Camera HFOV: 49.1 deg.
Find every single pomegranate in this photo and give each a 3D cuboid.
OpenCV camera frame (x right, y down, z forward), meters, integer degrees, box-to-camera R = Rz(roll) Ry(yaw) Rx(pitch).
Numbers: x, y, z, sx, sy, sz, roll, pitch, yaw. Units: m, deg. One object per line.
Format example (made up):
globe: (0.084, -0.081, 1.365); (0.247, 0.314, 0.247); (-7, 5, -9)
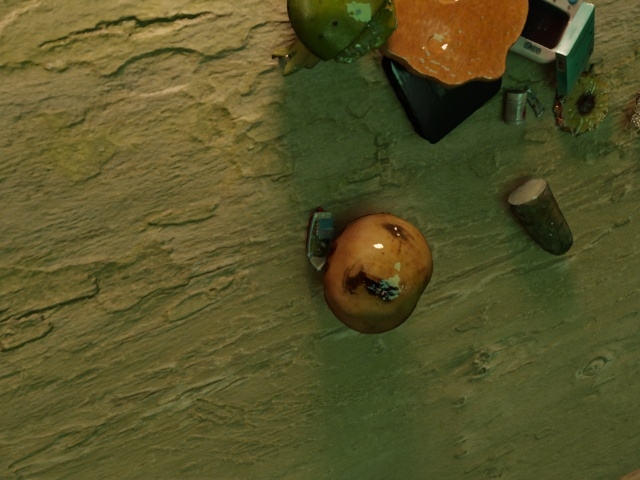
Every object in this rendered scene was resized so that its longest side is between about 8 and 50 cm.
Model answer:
pomegranate: (0.148, 0.086, 1.857); (0.322, 0.322, 0.322); (-10, 116, -22)
pomegranate: (0.025, -0.504, 1.577); (0.340, 0.260, 0.260); (-38, 127, 23)

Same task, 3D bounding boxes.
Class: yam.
yam: (0.690, -0.065, 2.160); (0.133, 0.133, 0.330); (-47, 128, -1)

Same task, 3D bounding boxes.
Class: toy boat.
toy boat: (0.000, 0.000, 1.886); (0.069, 0.059, 0.173); (-2, 112, -25)

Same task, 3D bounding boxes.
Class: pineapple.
pineapple: (0.786, -0.416, 2.098); (0.221, 0.047, 0.221); (-9, 114, -22)

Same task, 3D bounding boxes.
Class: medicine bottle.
medicine bottle: (0.554, -0.378, 1.992); (0.058, 0.058, 0.091); (-13, 117, -21)

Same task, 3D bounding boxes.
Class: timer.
timer: (0.577, -0.613, 1.881); (0.262, 0.087, 0.237); (11, 108, -32)

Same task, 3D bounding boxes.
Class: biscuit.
biscuit: (0.320, -0.563, 1.726); (0.385, 0.062, 0.365); (17, 87, -13)

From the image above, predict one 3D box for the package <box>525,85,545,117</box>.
package: (0.621, -0.402, 2.040); (0.110, 0.015, 0.037); (39, 86, -35)

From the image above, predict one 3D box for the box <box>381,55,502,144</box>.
box: (0.325, -0.441, 1.845); (0.289, 0.073, 0.290); (-40, 123, -6)

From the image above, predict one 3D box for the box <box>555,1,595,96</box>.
box: (0.702, -0.521, 1.934); (0.162, 0.041, 0.229); (-60, 154, -5)

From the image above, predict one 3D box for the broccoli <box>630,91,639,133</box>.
broccoli: (1.111, -0.331, 2.224); (0.252, 0.221, 0.361); (-44, 133, -47)
